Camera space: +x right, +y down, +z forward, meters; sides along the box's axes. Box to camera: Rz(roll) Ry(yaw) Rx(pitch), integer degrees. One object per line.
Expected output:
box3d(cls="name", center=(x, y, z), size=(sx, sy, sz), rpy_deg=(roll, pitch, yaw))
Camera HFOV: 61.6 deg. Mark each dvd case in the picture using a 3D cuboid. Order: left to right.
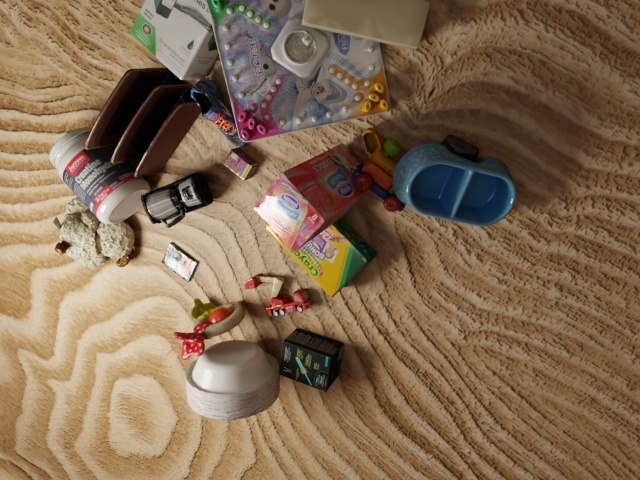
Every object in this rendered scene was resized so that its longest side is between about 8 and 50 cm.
box3d(cls="dvd case", center=(-0.467, 0.073, 1.780), size=(0.120, 0.013, 0.087), rpy_deg=(34, 117, 10))

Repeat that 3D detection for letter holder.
box3d(cls="letter holder", center=(-0.513, -0.335, 1.556), size=(0.152, 0.214, 0.302), rpy_deg=(47, 118, 5))

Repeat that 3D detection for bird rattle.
box3d(cls="bird rattle", center=(-0.338, 0.251, 1.660), size=(0.207, 0.253, 0.143), rpy_deg=(-21, 98, 4))

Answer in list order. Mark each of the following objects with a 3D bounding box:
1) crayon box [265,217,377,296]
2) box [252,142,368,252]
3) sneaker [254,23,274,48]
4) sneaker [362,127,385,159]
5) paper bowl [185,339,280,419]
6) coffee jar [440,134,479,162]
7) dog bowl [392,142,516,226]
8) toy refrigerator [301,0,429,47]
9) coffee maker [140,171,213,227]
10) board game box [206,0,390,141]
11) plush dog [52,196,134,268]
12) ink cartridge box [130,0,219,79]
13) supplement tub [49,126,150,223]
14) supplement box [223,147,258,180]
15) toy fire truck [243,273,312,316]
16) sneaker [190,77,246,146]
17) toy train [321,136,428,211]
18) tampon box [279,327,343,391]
box3d(cls="crayon box", center=(0.000, 0.000, 1.506), size=(0.278, 0.081, 0.165), rpy_deg=(46, 118, 5))
box3d(cls="box", center=(-0.003, -0.113, 1.340), size=(0.154, 0.300, 0.142), rpy_deg=(49, 128, 4))
box3d(cls="sneaker", center=(-0.138, -0.529, 1.349), size=(0.108, 0.121, 0.301), rpy_deg=(3, 119, 14))
box3d(cls="sneaker", center=(0.148, -0.204, 1.384), size=(0.064, 0.067, 0.175), rpy_deg=(-23, 97, 27))
box3d(cls="paper bowl", center=(-0.268, 0.407, 1.642), size=(0.285, 0.284, 0.147), rpy_deg=(5, 107, 23))
box3d(cls="coffee jar", center=(0.308, -0.161, 1.317), size=(0.096, 0.079, 0.184), rpy_deg=(29, 115, 13))
box3d(cls="dog bowl", center=(0.317, -0.120, 1.246), size=(0.298, 0.074, 0.165), rpy_deg=(11, 118, -13))
box3d(cls="toy refrigerator", center=(0.099, -0.518, 1.226), size=(0.270, 0.094, 0.102), rpy_deg=(10, 107, -6))
box3d(cls="coffee maker", center=(-0.429, -0.137, 1.631), size=(0.179, 0.171, 0.120), rpy_deg=(-20, 121, 7))
box3d(cls="board game box", center=(-0.049, -0.468, 1.297), size=(0.391, 0.050, 0.389), rpy_deg=(-13, 102, -2))
box3d(cls="plush dog", center=(-0.737, -0.012, 1.794), size=(0.226, 0.210, 0.262), rpy_deg=(-5, 108, -2))
box3d(cls="ink cartridge box", center=(-0.350, -0.615, 1.445), size=(0.211, 0.121, 0.289), rpy_deg=(42, 118, 6))
box3d(cls="supplement tub", center=(-0.693, -0.203, 1.693), size=(0.272, 0.191, 0.191), rpy_deg=(46, 119, 5))
box3d(cls="supplement box", center=(-0.231, -0.222, 1.562), size=(0.083, 0.043, 0.055), rpy_deg=(40, 118, 7))
box3d(cls="toy fire truck", center=(-0.130, 0.160, 1.636), size=(0.192, 0.047, 0.135), rpy_deg=(-14, 99, 27))
box3d(cls="sneaker", center=(-0.290, -0.352, 1.515), size=(0.083, 0.087, 0.221), rpy_deg=(-36, 100, 32))
box3d(cls="toy train", center=(0.138, -0.194, 1.300), size=(0.248, 0.105, 0.143), rpy_deg=(36, 120, -8))
box3d(cls="tampon box", center=(-0.028, 0.357, 1.621), size=(0.161, 0.101, 0.120), rpy_deg=(15, 111, 20))
